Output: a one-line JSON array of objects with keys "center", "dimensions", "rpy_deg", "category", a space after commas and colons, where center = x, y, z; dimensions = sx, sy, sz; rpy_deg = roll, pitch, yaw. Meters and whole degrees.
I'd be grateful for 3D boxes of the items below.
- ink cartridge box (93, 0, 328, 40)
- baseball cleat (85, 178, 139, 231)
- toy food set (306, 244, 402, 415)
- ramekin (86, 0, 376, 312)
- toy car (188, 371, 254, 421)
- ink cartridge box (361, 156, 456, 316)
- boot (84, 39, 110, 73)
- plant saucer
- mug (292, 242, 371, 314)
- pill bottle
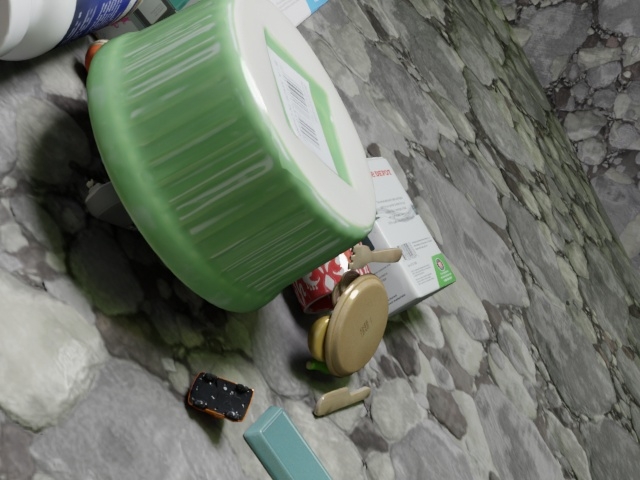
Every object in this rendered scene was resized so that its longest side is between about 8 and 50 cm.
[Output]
[{"center": [-0.163, -0.320, 1.064], "dimensions": [0.270, 0.197, 0.198], "rpy_deg": [50, 28, -11], "category": "ink cartridge box"}, {"center": [-0.143, -0.019, 0.902], "dimensions": [0.206, 0.072, 0.109], "rpy_deg": [-6, 65, -60], "category": "baseball cleat"}, {"center": [0.032, 0.094, 1.010], "dimensions": [0.038, 0.192, 0.132], "rpy_deg": [18, 9, 31], "category": "toy food set"}, {"center": [-0.070, -0.096, 0.877], "dimensions": [0.303, 0.148, 0.303], "rpy_deg": [52, 23, -32], "category": "ramekin"}, {"center": [-0.093, 0.184, 0.819], "dimensions": [0.040, 0.060, 0.122], "rpy_deg": [101, -9, -65], "category": "toy car"}, {"center": [0.081, -0.004, 1.234], "dimensions": [0.208, 0.087, 0.153], "rpy_deg": [61, 28, 9], "category": "ink cartridge box"}, {"center": [-0.210, -0.142, 0.949], "dimensions": [0.158, 0.059, 0.084], "rpy_deg": [56, 32, -1], "category": "boot"}, {"center": [-0.003, 0.253, 0.888], "dimensions": [0.192, 0.018, 0.067], "rpy_deg": [55, 27, 0], "category": "plant saucer"}, {"center": [0.006, -0.005, 1.092], "dimensions": [0.150, 0.113, 0.169], "rpy_deg": [7, 57, -54], "category": "mug"}, {"center": [-0.279, -0.259, 0.859], "dimensions": [0.153, 0.153, 0.264], "rpy_deg": [50, 28, -11], "category": "pill bottle"}]
